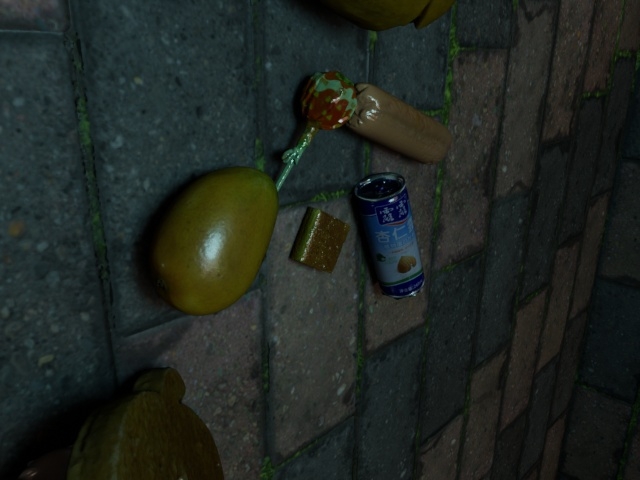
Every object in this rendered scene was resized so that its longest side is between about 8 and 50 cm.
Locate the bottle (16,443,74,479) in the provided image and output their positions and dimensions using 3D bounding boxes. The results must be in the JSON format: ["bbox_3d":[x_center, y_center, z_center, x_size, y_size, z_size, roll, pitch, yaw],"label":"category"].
[{"bbox_3d":[-0.290,0.351,0.638,0.148,0.148,0.236,-27,120,-39],"label":"bottle"}]

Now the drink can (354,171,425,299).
[{"bbox_3d":[0.134,-0.005,1.003,0.097,0.097,0.235,-41,131,-30],"label":"drink can"}]

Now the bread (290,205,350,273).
[{"bbox_3d":[0.000,0.000,0.905,0.090,0.035,0.094,23,87,-48],"label":"bread"}]

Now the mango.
[{"bbox_3d":[-0.135,-0.009,0.698,0.151,0.121,0.221,44,64,-49],"label":"mango"}]

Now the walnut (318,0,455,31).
[{"bbox_3d":[0.052,-0.402,0.705,0.337,0.209,0.208,9,97,-35],"label":"walnut"}]

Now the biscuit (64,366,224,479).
[{"bbox_3d":[-0.194,0.324,0.647,0.070,0.350,0.394,-16,146,0],"label":"biscuit"}]

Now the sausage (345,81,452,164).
[{"bbox_3d":[0.144,-0.200,0.950,0.289,0.086,0.086,10,97,-49],"label":"sausage"}]

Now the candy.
[{"bbox_3d":[-0.041,-0.128,0.808,0.078,0.084,0.287,30,91,-45],"label":"candy"}]
